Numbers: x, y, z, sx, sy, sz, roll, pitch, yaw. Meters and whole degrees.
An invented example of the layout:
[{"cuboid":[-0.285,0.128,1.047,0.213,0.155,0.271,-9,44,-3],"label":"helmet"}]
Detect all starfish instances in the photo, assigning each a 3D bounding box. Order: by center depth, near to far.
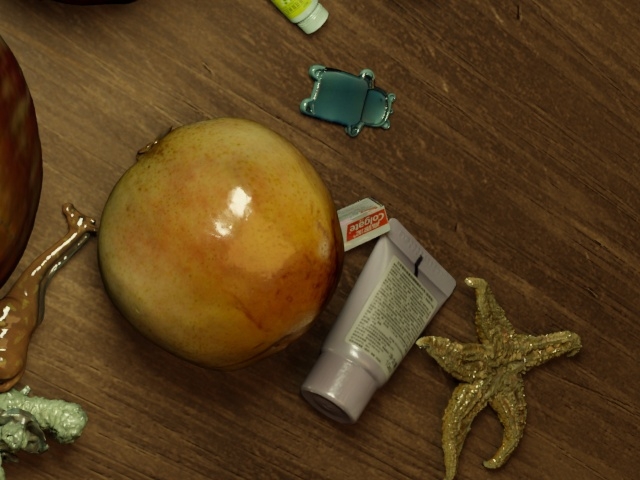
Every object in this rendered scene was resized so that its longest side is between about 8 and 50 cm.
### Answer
[{"cuboid":[0.235,0.189,2.040,0.299,0.060,0.302,-41,123,-10],"label":"starfish"}]

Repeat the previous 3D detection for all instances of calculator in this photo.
[{"cuboid":[0.039,-0.188,1.891,0.141,0.019,0.094,12,95,-29],"label":"calculator"}]

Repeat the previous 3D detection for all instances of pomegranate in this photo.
[{"cuboid":[-0.123,-0.007,1.711,0.319,0.319,0.319,-6,103,-25],"label":"pomegranate"}]

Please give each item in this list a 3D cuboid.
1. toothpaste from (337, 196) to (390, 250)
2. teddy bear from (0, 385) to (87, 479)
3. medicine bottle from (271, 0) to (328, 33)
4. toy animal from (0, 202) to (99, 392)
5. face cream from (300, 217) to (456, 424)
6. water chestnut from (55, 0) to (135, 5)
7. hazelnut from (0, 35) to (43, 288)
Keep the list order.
[{"cuboid":[0.000,0.000,1.899,0.196,0.040,0.047,-24,112,-21],"label":"toothpaste"},{"cuboid":[-0.392,0.238,1.707,0.213,0.133,0.111,-30,86,-27],"label":"teddy bear"},{"cuboid":[-0.031,-0.309,1.814,0.083,0.047,0.047,43,80,-26],"label":"medicine bottle"},{"cuboid":[-0.378,0.071,1.718,0.230,0.066,0.224,-5,84,-16],"label":"toy animal"},{"cuboid":[0.078,0.118,1.942,0.154,0.096,0.274,44,67,-24],"label":"face cream"},{"cuboid":[-0.238,-0.398,1.575,0.335,0.335,0.347,-46,146,-11],"label":"water chestnut"},{"cuboid":[-0.494,-0.093,1.463,0.402,0.402,0.429,-32,120,-17],"label":"hazelnut"}]
